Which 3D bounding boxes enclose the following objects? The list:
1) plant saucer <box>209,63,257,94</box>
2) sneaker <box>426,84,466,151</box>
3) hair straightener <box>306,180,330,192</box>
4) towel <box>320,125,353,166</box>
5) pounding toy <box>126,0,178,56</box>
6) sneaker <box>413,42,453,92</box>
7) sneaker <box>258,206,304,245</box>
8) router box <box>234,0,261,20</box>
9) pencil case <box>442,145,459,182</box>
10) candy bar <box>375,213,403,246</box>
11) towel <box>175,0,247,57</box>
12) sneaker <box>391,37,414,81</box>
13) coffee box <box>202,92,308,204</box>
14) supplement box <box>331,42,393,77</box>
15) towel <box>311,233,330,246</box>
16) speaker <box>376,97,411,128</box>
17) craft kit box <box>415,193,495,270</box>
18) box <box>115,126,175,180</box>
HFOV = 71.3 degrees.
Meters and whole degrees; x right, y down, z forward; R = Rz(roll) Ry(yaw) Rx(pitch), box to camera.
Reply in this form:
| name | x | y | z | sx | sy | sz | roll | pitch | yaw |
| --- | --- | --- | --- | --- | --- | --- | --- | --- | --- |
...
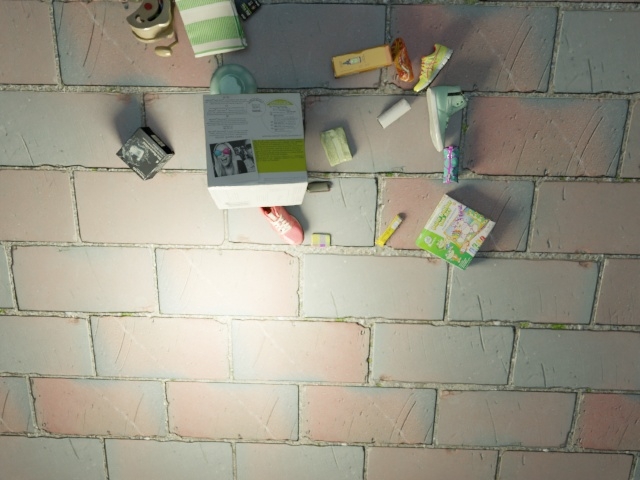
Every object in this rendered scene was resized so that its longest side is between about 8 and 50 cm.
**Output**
| name | x | y | z | sx | sy | sz | roll | pitch | yaw |
| --- | --- | --- | --- | --- | --- | --- | --- | --- | --- |
| plant saucer | -0.356 | -0.614 | 1.803 | 0.194 | 0.037 | 0.195 | 0 | 104 | 2 |
| sneaker | 0.517 | -0.492 | 1.785 | 0.150 | 0.094 | 0.256 | -9 | 105 | 0 |
| hair straightener | -0.073 | -0.229 | 1.869 | 0.230 | 0.089 | 0.047 | 2 | 86 | 4 |
| towel | 0.066 | -0.391 | 1.854 | 0.109 | 0.027 | 0.148 | -18 | 103 | 7 |
| pounding toy | -0.637 | -0.822 | 1.706 | 0.154 | 0.155 | 0.270 | 0 | 75 | -4 |
| sneaker | 0.425 | -0.678 | 1.755 | 0.094 | 0.081 | 0.209 | 36 | 96 | 0 |
| sneaker | -0.189 | -0.093 | 1.880 | 0.115 | 0.136 | 0.314 | -37 | 101 | 11 |
| router box | -0.296 | -0.913 | 1.688 | 0.092 | 0.038 | 0.122 | -37 | 145 | 10 |
| pencil case | 0.540 | -0.312 | 1.842 | 0.064 | 0.070 | 0.152 | 3 | 104 | 26 |
| candy bar | 0.301 | -0.042 | 1.942 | 0.040 | 0.018 | 0.162 | 34 | 102 | -11 |
| towel | -0.427 | -0.867 | 1.663 | 0.247 | 0.038 | 0.325 | -1 | 126 | 22 |
| sneaker | 0.323 | -0.709 | 1.758 | 0.064 | 0.067 | 0.175 | -11 | 91 | 38 |
| coffee box | -0.237 | -0.319 | 1.649 | 0.337 | 0.337 | 0.335 | -4 | 83 | -8 |
| supplement box | 0.162 | -0.701 | 1.749 | 0.233 | 0.080 | 0.078 | -12 | 103 | 3 |
| towel | 0.000 | 0.000 | 1.964 | 0.083 | 0.009 | 0.060 | 0 | 103 | 1 |
| speaker | 0.295 | -0.514 | 1.804 | 0.136 | 0.055 | 0.055 | -36 | 101 | 9 |
| craft kit box | 0.578 | -0.033 | 1.921 | 0.246 | 0.061 | 0.250 | 28 | 103 | -3 |
| box | -0.723 | -0.359 | 1.847 | 0.158 | 0.093 | 0.156 | -43 | 100 | 12 |
